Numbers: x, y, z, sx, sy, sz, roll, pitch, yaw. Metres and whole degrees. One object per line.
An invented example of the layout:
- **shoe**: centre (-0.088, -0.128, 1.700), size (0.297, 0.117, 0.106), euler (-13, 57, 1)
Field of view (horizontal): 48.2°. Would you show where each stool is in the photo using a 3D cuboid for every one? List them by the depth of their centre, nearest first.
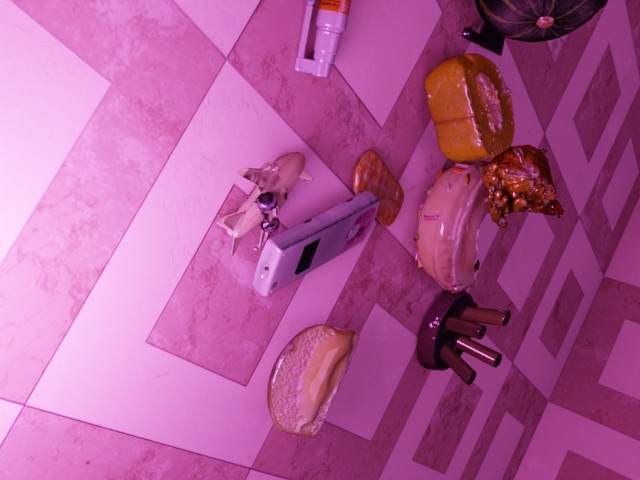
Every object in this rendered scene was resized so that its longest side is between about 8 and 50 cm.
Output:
- **stool**: centre (0.436, 0.293, 2.170), size (0.272, 0.178, 0.272), euler (-26, 126, -42)

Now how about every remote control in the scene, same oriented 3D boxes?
- **remote control**: centre (-0.001, -0.001, 1.541), size (0.344, 0.050, 0.145), euler (-28, 150, -43)

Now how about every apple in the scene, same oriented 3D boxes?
- **apple**: centre (-0.045, 0.295, 1.607), size (0.193, 0.120, 0.265), euler (33, 77, -40)

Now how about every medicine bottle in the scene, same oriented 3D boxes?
- **medicine bottle**: centre (0.009, -0.429, 1.380), size (0.092, 0.061, 0.220), euler (5, 104, -28)

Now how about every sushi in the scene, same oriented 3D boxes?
- **sushi**: centre (0.521, -0.137, 1.858), size (0.296, 0.167, 0.179), euler (38, 45, -56)

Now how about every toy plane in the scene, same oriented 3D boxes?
- **toy plane**: centre (-0.101, -0.084, 1.375), size (0.244, 0.092, 0.229), euler (-46, 154, -25)

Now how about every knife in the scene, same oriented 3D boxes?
- **knife**: centre (0.443, -0.551, 1.914), size (0.245, 0.019, 0.072), euler (-4, 105, -54)

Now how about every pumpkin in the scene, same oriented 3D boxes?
- **pumpkin**: centre (0.538, -0.626, 1.738), size (0.323, 0.323, 0.241), euler (11, 74, -54)

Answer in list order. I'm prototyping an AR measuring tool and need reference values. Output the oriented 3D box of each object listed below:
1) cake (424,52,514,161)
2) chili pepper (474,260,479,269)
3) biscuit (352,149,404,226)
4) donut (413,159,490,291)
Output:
- **cake**: centre (0.373, -0.331, 1.780), size (0.179, 0.156, 0.260), euler (-24, 103, -44)
- **chili pepper**: centre (0.437, 0.078, 2.165), size (0.204, 0.073, 0.072), euler (-23, 110, -47)
- **biscuit**: centre (0.142, -0.121, 1.718), size (0.118, 0.029, 0.247), euler (-62, 143, -12)
- **donut**: centre (0.379, -0.054, 1.954), size (0.307, 0.150, 0.371), euler (37, 76, -54)
